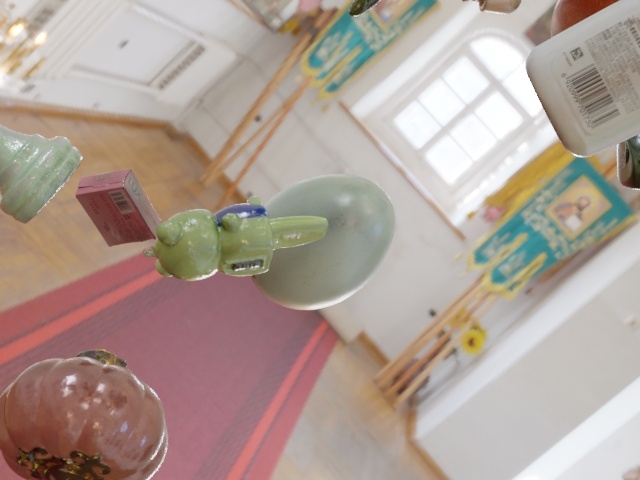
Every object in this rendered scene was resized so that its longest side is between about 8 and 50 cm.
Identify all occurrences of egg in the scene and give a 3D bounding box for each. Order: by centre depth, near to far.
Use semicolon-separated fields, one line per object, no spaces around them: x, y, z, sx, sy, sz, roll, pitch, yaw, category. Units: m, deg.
0.000;0.000;1.343;0.183;0.264;0.183;20;56;-32;egg

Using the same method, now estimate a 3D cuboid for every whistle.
-0.101;-0.003;1.133;0.105;0.227;0.085;105;-28;-57;whistle

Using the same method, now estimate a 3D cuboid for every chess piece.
-0.480;-0.155;1.312;0.272;0.139;0.139;41;13;-17;chess piece

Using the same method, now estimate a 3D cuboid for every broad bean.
0.157;-0.547;2.009;0.039;0.227;0.069;57;-13;20;broad bean

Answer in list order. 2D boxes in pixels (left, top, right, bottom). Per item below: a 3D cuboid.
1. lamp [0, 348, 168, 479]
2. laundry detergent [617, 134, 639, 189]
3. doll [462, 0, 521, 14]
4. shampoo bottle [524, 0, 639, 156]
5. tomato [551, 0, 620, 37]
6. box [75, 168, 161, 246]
-0.415;0.317;1.652;0.305;0.305;0.239;41;41;-30;lamp
0.419;-0.175;1.213;0.137;0.063;0.211;-48;135;-73;laundry detergent
0.262;-0.435;1.434;0.119;0.154;0.278;7;18;-5;doll
0.289;-0.160;0.779;0.108;0.221;0.051;63;18;0;shampoo bottle
0.520;-0.294;1.425;0.341;0.273;0.341;21;51;-29;tomato
-0.390;-0.061;1.813;0.060;0.111;0.156;-82;157;-47;box
